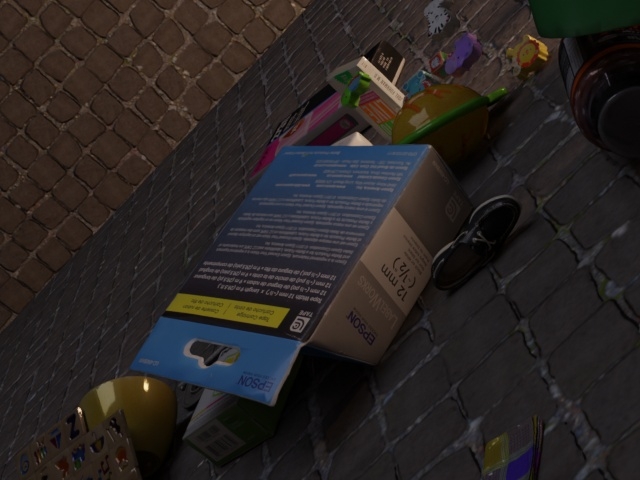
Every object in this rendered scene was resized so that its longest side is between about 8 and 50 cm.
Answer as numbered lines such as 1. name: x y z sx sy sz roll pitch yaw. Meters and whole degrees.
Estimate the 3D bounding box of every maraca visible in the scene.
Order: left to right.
1. maraca: 0.159 -0.147 1.529 0.127 0.099 0.185 -27 0 44

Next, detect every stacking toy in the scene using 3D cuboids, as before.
1. stacking toy: 0.153 -0.207 1.566 0.221 0.167 0.052 -38 48 39

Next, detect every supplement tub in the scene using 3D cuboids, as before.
1. supplement tub: 0.288 -0.149 1.178 0.106 0.106 0.198 -42 18 22

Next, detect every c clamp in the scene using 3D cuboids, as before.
1. c clamp: -0.149 0.170 1.721 0.160 0.022 0.137 -41 18 26

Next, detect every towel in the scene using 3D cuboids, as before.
1. towel: 0.147 0.177 0.966 0.060 0.009 0.083 -36 20 34

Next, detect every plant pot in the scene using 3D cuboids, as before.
1. plant pot: -0.248 0.258 1.625 0.134 0.134 0.095 -41 43 23

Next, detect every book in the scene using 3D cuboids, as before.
1. book: 0.086 -0.194 1.726 0.035 0.144 0.096 -54 17 -18

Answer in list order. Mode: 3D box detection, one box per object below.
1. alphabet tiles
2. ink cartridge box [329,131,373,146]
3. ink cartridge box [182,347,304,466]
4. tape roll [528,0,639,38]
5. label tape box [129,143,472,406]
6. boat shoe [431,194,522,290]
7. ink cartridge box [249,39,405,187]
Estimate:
1. alphabet tiles: -0.310 0.321 1.590 0.237 0.009 0.198 -37 60 33
2. ink cartridge box: -0.007 -0.041 1.712 0.212 0.093 0.154 -25 29 58
3. ink cartridge box: -0.081 0.162 1.492 0.109 0.062 0.209 -36 20 38
4. tape roll: 0.341 -0.268 1.108 0.321 0.077 0.321 -17 13 4
5. label tape box: -0.021 0.050 1.392 0.249 0.115 0.348 4 54 47
6. boat shoe: 0.159 0.004 1.265 0.125 0.046 0.038 -43 17 28
7. ink cartridge box: -0.015 -0.184 2.120 0.371 0.069 0.176 -38 19 40
